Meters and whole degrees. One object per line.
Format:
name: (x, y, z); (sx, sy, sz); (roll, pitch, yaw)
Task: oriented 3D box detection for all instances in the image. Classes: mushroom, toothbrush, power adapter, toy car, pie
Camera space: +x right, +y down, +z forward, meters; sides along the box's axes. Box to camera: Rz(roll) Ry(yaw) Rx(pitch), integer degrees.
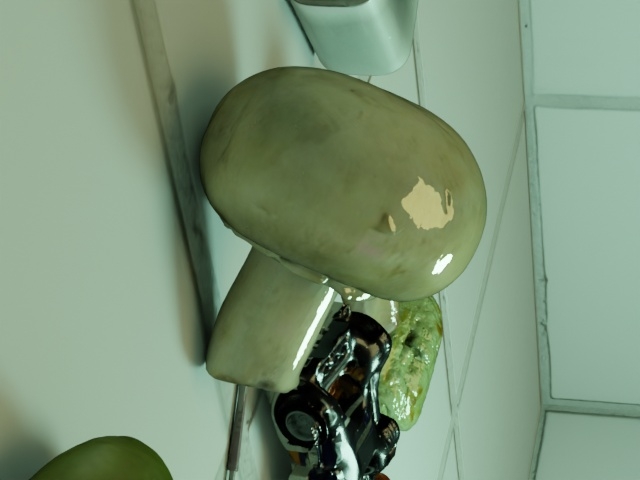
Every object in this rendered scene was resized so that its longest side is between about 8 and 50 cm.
mushroom: (0.000, 0.000, 1.705); (0.336, 0.314, 0.314); (-68, 170, 14)
toothbrush: (-0.090, 0.227, 1.842); (0.014, 0.017, 0.194); (63, 30, -74)
power adapter: (0.047, -0.308, 2.056); (0.255, 0.124, 0.187); (58, 39, -67)
toy car: (0.009, 0.230, 2.030); (0.193, 0.118, 0.301); (-56, 148, -48)
pie: (0.131, 0.171, 2.548); (0.201, 0.090, 0.248); (79, 24, -53)

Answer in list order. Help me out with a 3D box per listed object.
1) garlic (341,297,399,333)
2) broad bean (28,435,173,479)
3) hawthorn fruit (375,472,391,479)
garlic: (0.056, -0.018, 2.194); (0.217, 0.110, 0.228); (-86, -178, -56)
broad bean: (-0.177, 0.263, 1.309); (0.291, 0.119, 0.238); (-40, 141, -67)
hawthorn fruit: (0.058, 0.374, 2.248); (0.133, 0.133, 0.138); (-45, 152, -69)
